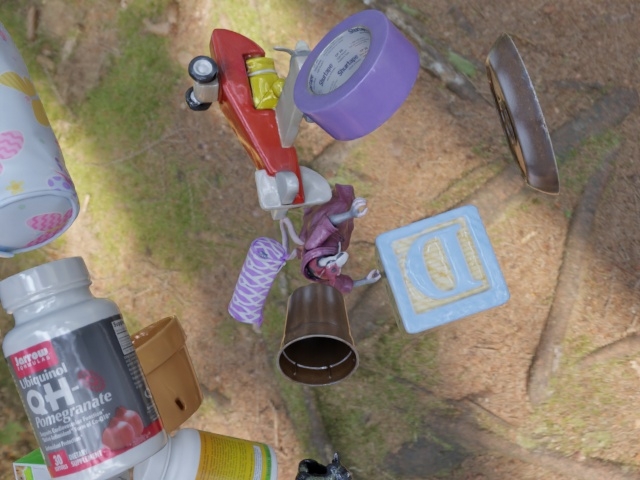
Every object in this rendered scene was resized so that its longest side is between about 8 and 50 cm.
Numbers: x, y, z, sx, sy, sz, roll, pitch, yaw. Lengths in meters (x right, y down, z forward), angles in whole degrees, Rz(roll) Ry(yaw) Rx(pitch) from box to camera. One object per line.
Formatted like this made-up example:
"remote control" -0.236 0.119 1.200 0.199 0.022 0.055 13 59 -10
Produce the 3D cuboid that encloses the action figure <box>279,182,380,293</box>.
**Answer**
"action figure" 0.000 0.000 1.700 0.276 0.370 0.248 -6 114 10

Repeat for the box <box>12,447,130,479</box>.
"box" -0.606 0.641 1.776 0.262 0.127 0.231 -4 97 23

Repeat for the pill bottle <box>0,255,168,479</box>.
"pill bottle" -0.366 0.193 1.072 0.176 0.176 0.318 -22 89 30

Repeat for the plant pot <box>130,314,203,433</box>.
"plant pot" -0.403 0.332 1.615 0.291 0.291 0.203 -26 98 29

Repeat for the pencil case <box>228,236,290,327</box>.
"pencil case" -0.137 0.090 1.567 0.088 0.086 0.206 26 122 2

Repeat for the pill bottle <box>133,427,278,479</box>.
"pill bottle" -0.216 0.430 1.340 0.136 0.246 0.136 -45 34 43

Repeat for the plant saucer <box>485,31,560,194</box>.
"plant saucer" 0.361 -0.223 1.300 0.050 0.310 0.310 -18 69 12

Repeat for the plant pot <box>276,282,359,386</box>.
"plant pot" -0.007 0.188 1.484 0.167 0.167 0.165 -33 36 26

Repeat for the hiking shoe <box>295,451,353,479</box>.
"hiking shoe" -0.025 0.539 1.565 0.227 0.086 0.114 -30 78 24

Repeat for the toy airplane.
"toy airplane" -0.078 -0.241 1.479 0.272 0.384 0.386 -29 36 -21

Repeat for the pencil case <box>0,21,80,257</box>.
"pencil case" -0.352 -0.119 0.747 0.124 0.113 0.273 -31 71 2

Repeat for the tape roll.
"tape roll" 0.052 -0.251 1.088 0.189 0.080 0.189 -31 41 31

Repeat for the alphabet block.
"alphabet block" 0.217 0.065 1.323 0.193 0.197 0.192 -17 77 1
